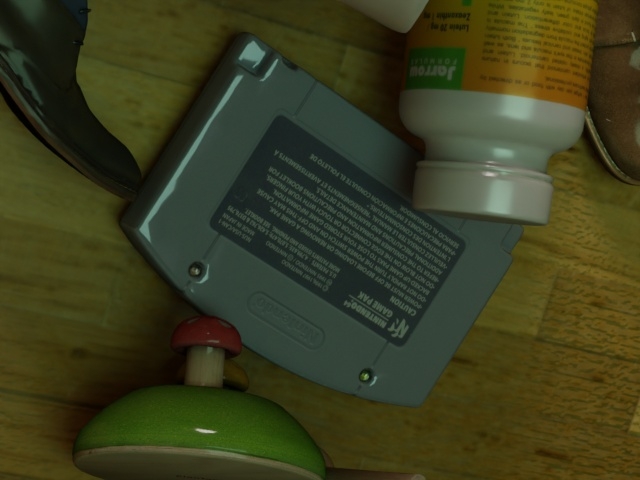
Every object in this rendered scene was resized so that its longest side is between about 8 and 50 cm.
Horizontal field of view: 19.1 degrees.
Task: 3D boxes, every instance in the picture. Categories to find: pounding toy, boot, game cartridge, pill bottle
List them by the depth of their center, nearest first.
[{"bbox_3d":[-0.176,-0.126,1.292,0.106,0.082,0.219,-48,117,-4],"label":"boot"},{"bbox_3d":[0.130,-0.138,1.383,0.136,0.136,0.245,8,88,-28],"label":"pill bottle"},{"bbox_3d":[-0.060,0.124,1.391,0.237,0.183,0.110,14,71,-29],"label":"pounding toy"},{"bbox_3d":[0.000,0.000,1.432,0.294,0.060,0.196,34,84,-30],"label":"game cartridge"},{"bbox_3d":[0.264,-0.182,1.479,0.112,0.115,0.305,-12,110,-25],"label":"boot"}]

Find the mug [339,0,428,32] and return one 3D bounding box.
[{"bbox_3d":[-0.012,-0.361,1.210,0.328,0.276,0.374,27,57,-3],"label":"mug"}]
